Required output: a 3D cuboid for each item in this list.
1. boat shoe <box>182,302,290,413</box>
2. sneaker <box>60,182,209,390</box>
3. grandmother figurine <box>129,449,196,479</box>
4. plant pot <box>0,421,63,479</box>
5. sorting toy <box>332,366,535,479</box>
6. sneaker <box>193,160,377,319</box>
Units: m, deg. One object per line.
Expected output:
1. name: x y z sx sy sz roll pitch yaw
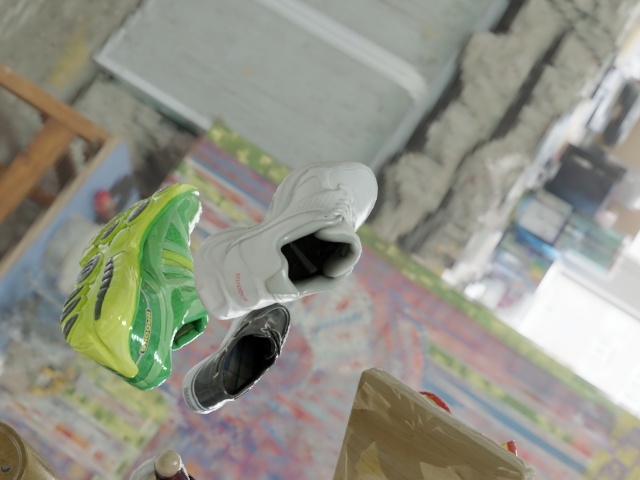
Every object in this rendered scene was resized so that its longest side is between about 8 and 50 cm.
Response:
1. boat shoe: -0.089 0.141 1.904 0.076 0.080 0.228 -17 -167 37
2. sneaker: -0.168 0.045 1.452 0.109 0.123 0.295 -29 -158 24
3. grandmother figurine: -0.145 0.332 1.750 0.104 0.342 0.208 -12 102 -22
4. plant pot: -0.317 0.292 1.414 0.237 0.237 0.254 -45 148 -35
5. sorting toy: 0.143 0.317 1.840 0.089 0.257 0.255 -12 124 -46
6. sneaker: 0.000 0.000 1.286 0.232 0.115 0.090 -43 122 -45
